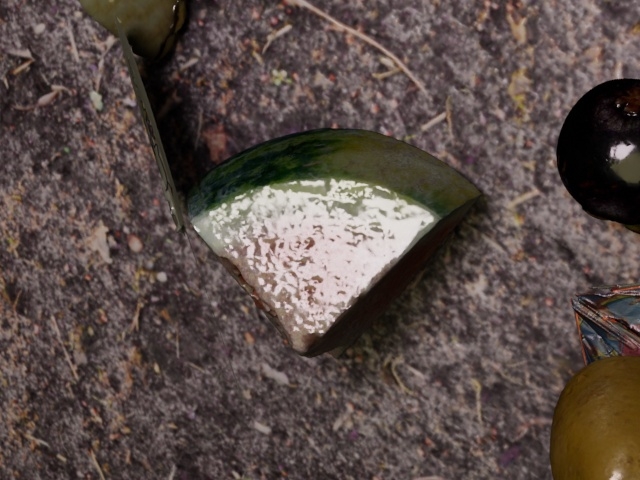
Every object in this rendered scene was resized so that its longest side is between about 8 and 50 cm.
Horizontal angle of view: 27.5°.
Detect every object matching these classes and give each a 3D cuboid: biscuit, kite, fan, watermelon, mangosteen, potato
[{"bbox_3d":[-0.227,-0.330,1.380,0.273,0.036,0.187,42,120,15],"label":"biscuit"},{"bbox_3d":[0.306,0.100,1.187,0.183,0.014,0.241,43,118,14],"label":"kite"},{"bbox_3d":[-0.146,-0.034,1.295,0.012,0.233,0.414,-18,75,-7],"label":"fan"},{"bbox_3d":[0.000,0.000,1.285,0.310,0.193,0.231,9,87,15],"label":"watermelon"},{"bbox_3d":[0.272,-0.061,1.111,0.137,0.137,0.151,10,142,28],"label":"mangosteen"},{"bbox_3d":[0.278,0.214,1.143,0.178,0.158,0.203,-12,97,28],"label":"potato"}]
